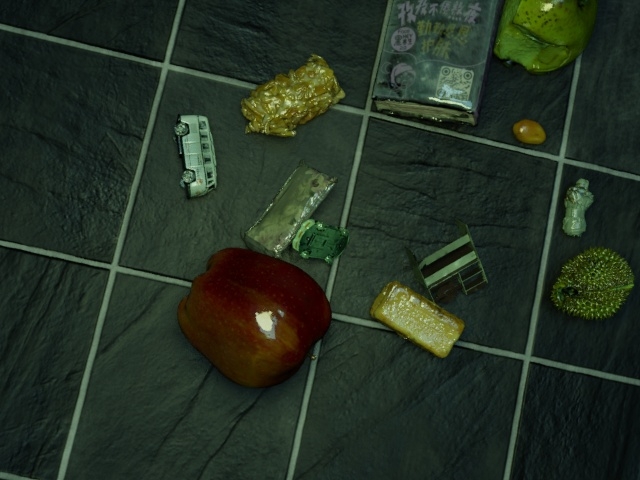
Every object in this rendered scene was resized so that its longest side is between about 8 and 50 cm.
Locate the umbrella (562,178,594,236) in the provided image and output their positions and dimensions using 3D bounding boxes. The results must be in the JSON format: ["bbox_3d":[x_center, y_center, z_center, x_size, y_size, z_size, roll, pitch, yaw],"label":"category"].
[{"bbox_3d":[0.626,-0.080,1.747,0.067,0.062,0.144,12,87,16],"label":"umbrella"}]

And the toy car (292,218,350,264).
[{"bbox_3d":[0.000,0.000,1.636,0.058,0.186,0.093,34,101,30],"label":"toy car"}]

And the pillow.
[{"bbox_3d":[-0.068,-0.064,1.658,0.255,0.169,0.059,-52,130,-9],"label":"pillow"}]

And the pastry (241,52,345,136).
[{"bbox_3d":[-0.068,-0.324,1.693,0.250,0.102,0.154,-35,88,-10],"label":"pastry"}]

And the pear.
[{"bbox_3d":[0.555,-0.513,1.698,0.238,0.255,0.164,16,81,-8],"label":"pear"}]

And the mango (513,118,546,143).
[{"bbox_3d":[0.517,-0.265,1.769,0.089,0.046,0.060,24,84,-15],"label":"mango"}]

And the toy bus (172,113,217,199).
[{"bbox_3d":[-0.290,-0.195,1.669,0.089,0.087,0.194,-7,83,-16],"label":"toy bus"}]

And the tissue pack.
[{"bbox_3d":[0.283,-0.470,1.705,0.259,0.122,0.361,10,81,16],"label":"tissue pack"}]

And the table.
[{"bbox_3d":[0.298,0.058,1.696,0.146,0.062,0.175,-29,118,-8],"label":"table"}]

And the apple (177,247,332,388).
[{"bbox_3d":[-0.135,0.166,1.543,0.316,0.288,0.288,32,81,11],"label":"apple"}]

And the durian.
[{"bbox_3d":[0.636,0.109,1.688,0.198,0.146,0.159,-41,104,-3],"label":"durian"}]

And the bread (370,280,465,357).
[{"bbox_3d":[0.224,0.182,1.663,0.211,0.083,0.114,33,95,-3],"label":"bread"}]
